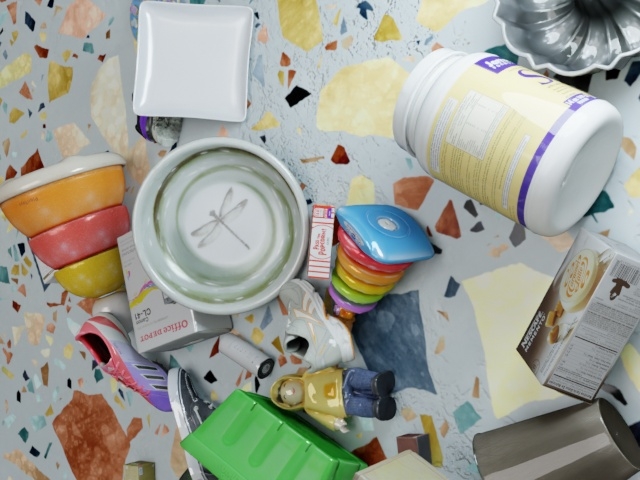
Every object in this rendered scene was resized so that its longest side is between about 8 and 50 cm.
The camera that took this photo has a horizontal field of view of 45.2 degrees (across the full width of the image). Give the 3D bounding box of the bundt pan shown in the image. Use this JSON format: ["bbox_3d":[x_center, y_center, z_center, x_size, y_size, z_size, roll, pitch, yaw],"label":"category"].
[{"bbox_3d":[0.463,-0.429,1.295,0.331,0.124,0.330,-2,87,36],"label":"bundt pan"}]

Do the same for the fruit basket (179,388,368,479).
[{"bbox_3d":[-0.118,0.552,1.629,0.392,0.283,0.391,-11,67,26],"label":"fruit basket"}]

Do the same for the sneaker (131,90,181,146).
[{"bbox_3d":[-0.423,-0.397,1.974,0.146,0.102,0.293,17,99,37],"label":"sneaker"}]

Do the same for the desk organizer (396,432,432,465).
[{"bbox_3d":[0.188,0.448,1.517,0.050,0.047,0.130,-11,82,39],"label":"desk organizer"}]

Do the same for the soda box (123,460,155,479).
[{"bbox_3d":[-0.468,0.670,1.996,0.061,0.058,0.181,-6,84,37],"label":"soda box"}]

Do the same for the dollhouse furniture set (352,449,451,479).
[{"bbox_3d":[0.145,0.608,1.314,0.257,0.362,0.393,31,113,37],"label":"dollhouse furniture set"}]

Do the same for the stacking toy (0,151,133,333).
[{"bbox_3d":[-0.614,0.032,2.024,0.351,0.351,0.479,-16,95,36],"label":"stacking toy"}]

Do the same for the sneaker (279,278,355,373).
[{"bbox_3d":[-0.040,0.174,1.601,0.262,0.121,0.099,44,149,48],"label":"sneaker"}]

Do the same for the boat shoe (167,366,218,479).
[{"bbox_3d":[-0.287,0.432,1.848,0.102,0.108,0.301,-23,58,1],"label":"boat shoe"}]

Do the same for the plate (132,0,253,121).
[{"bbox_3d":[-0.305,-0.429,1.857,0.278,0.045,0.277,4,92,3],"label":"plate"}]

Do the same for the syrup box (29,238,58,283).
[{"bbox_3d":[-0.770,0.004,2.226,0.096,0.093,0.236,-38,67,29],"label":"syrup box"}]

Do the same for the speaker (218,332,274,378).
[{"bbox_3d":[-0.174,0.267,1.791,0.136,0.055,0.055,26,104,34],"label":"speaker"}]

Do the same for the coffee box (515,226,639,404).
[{"bbox_3d":[0.439,0.121,1.269,0.098,0.141,0.246,21,106,-9],"label":"coffee box"}]

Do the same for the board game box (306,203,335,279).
[{"bbox_3d":[0.000,0.000,1.594,0.045,0.193,0.146,5,91,-2],"label":"board game box"}]

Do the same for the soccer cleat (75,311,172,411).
[{"bbox_3d":[-0.484,0.322,1.928,0.109,0.116,0.318,-40,93,24],"label":"soccer cleat"}]

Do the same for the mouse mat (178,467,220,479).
[{"bbox_3d":[-0.269,0.594,1.881,0.152,0.007,0.189,48,115,28],"label":"mouse mat"}]

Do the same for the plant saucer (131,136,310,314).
[{"bbox_3d":[-0.220,-0.034,1.748,0.401,0.100,0.400,0,97,4],"label":"plant saucer"}]

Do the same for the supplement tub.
[{"bbox_3d":[0.314,-0.179,1.324,0.331,0.241,0.241,34,108,32],"label":"supplement tub"}]

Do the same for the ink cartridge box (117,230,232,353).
[{"bbox_3d":[-0.363,0.103,1.893,0.226,0.131,0.306,-23,74,34],"label":"ink cartridge box"}]

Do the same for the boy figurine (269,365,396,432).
[{"bbox_3d":[0.019,0.313,1.622,0.285,0.092,0.177,-2,87,33],"label":"boy figurine"}]

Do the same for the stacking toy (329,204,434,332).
[{"bbox_3d":[0.080,0.082,1.569,0.175,0.166,0.301,52,132,36],"label":"stacking toy"}]

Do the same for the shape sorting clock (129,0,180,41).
[{"bbox_3d":[-0.443,-0.617,2.036,0.206,0.040,0.206,-2,87,37],"label":"shape sorting clock"}]

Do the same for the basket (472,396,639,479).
[{"bbox_3d":[0.407,0.373,1.295,0.227,0.154,0.204,-36,75,27],"label":"basket"}]
